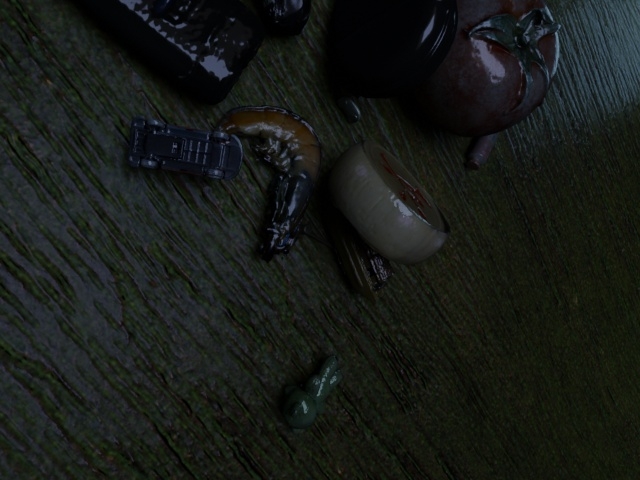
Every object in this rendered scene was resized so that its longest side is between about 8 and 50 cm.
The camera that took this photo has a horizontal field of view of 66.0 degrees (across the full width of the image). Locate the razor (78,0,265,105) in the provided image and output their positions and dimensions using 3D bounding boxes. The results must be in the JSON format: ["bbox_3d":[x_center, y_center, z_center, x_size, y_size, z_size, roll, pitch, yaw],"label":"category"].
[{"bbox_3d":[-0.251,-0.378,0.784,0.327,0.107,0.189,38,71,-21],"label":"razor"}]

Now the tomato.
[{"bbox_3d":[0.323,-0.374,1.001,0.316,0.282,0.317,0,91,-29],"label":"tomato"}]

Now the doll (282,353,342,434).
[{"bbox_3d":[-0.016,0.278,0.906,0.150,0.077,0.115,-41,144,-35],"label":"doll"}]

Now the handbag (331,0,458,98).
[{"bbox_3d":[0.124,-0.405,0.906,0.093,0.253,0.308,23,58,-46],"label":"handbag"}]

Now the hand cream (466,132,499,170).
[{"bbox_3d":[0.405,-0.254,1.176,0.210,0.043,0.067,-58,135,-20],"label":"hand cream"}]

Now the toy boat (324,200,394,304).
[{"bbox_3d":[0.077,0.012,0.949,0.068,0.088,0.226,-34,104,-63],"label":"toy boat"}]

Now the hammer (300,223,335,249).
[{"bbox_3d":[0.000,0.000,0.948,0.110,0.035,0.019,32,71,-32],"label":"hammer"}]

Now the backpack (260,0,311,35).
[{"bbox_3d":[-0.073,-0.458,0.888,0.105,0.120,0.165,-4,89,-7],"label":"backpack"}]

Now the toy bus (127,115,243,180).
[{"bbox_3d":[-0.209,-0.141,0.784,0.174,0.077,0.079,9,93,-6],"label":"toy bus"}]

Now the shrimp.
[{"bbox_3d":[-0.105,-0.111,0.879,0.222,0.054,0.291,17,75,-28],"label":"shrimp"}]

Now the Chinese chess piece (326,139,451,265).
[{"bbox_3d":[0.126,-0.069,0.905,0.249,0.250,0.103,37,115,-22],"label":"Chinese chess piece"}]

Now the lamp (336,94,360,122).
[{"bbox_3d":[0.107,-0.328,1.013,0.056,0.050,0.198,43,70,-17],"label":"lamp"}]
